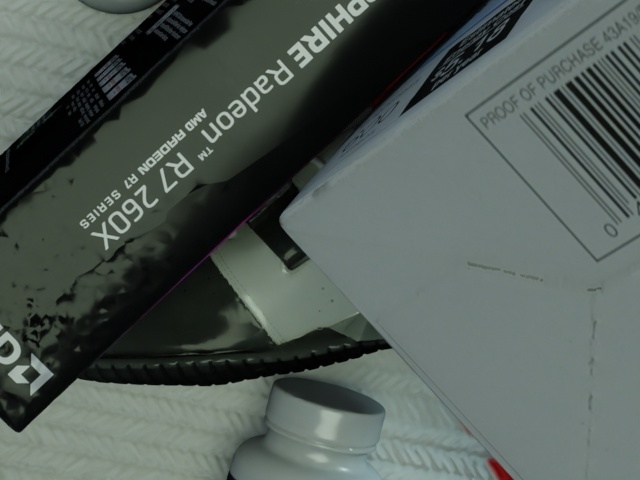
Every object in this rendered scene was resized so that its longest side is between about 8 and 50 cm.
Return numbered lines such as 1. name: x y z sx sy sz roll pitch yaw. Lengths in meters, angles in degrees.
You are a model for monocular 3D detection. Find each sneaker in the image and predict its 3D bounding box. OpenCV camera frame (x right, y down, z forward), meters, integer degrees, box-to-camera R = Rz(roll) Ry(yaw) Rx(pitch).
1. sneaker: 0.000 0.000 1.051 0.330 0.122 0.146 -12 83 -3

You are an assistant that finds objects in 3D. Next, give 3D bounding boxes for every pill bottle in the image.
1. pill bottle: -0.015 0.172 1.079 0.094 0.094 0.169 13 98 -11

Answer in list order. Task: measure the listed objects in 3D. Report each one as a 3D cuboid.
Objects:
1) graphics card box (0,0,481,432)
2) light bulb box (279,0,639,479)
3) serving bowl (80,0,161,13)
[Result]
1. graphics card box: -0.056 -0.079 0.953 0.371 0.233 0.094 -42 104 -1
2. light bulb box: 0.231 -0.097 0.856 0.225 0.361 0.358 48 131 -8
3. serving bowl: -0.114 -0.171 1.036 0.083 0.027 0.083 -1 100 -8
